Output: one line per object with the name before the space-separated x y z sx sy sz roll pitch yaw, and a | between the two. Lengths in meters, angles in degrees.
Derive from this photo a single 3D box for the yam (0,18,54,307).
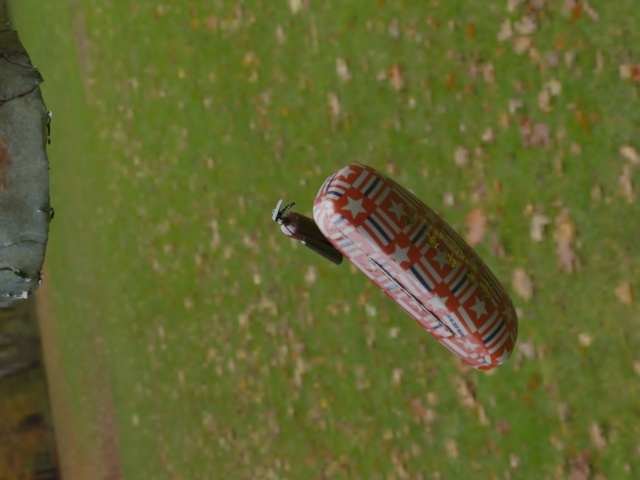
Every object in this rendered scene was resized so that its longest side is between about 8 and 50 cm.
yam | -0.259 -0.043 0.655 0.154 0.254 0.154 -179 90 -76

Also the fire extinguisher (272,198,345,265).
fire extinguisher | 0.000 0.000 1.561 0.035 0.173 0.049 -12 68 37

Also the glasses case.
glasses case | 0.078 0.015 1.013 0.049 0.194 0.073 -29 27 42
